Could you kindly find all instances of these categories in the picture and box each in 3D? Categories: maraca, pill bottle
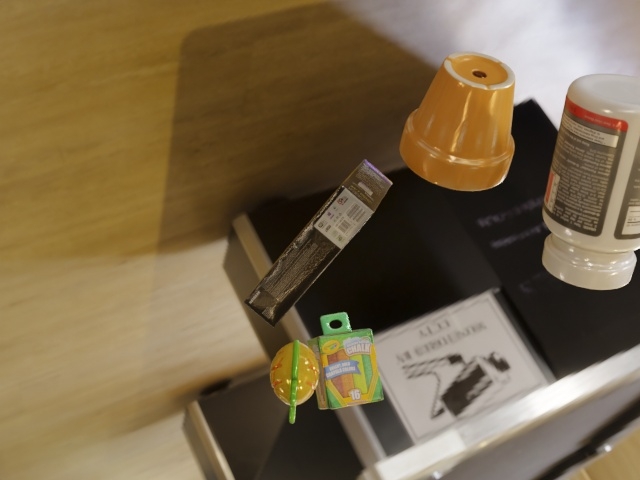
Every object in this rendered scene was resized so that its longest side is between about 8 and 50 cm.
[{"bbox_3d":[-0.052,0.279,1.818,0.099,0.186,0.127,1,123,1],"label":"maraca"},{"bbox_3d":[0.527,-0.106,1.681,0.210,0.210,0.363,-13,123,-31],"label":"pill bottle"}]

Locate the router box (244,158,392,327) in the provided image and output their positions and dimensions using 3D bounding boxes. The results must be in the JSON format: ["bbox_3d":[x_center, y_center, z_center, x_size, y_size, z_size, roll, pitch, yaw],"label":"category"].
[{"bbox_3d":[0.000,0.000,1.776,0.309,0.081,0.243,-49,-179,20],"label":"router box"}]

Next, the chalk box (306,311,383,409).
[{"bbox_3d":[0.051,0.273,2.100,0.132,0.213,0.132,-9,173,-14],"label":"chalk box"}]

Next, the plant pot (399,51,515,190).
[{"bbox_3d":[0.259,-0.223,1.622,0.205,0.205,0.188,-15,136,-27],"label":"plant pot"}]
